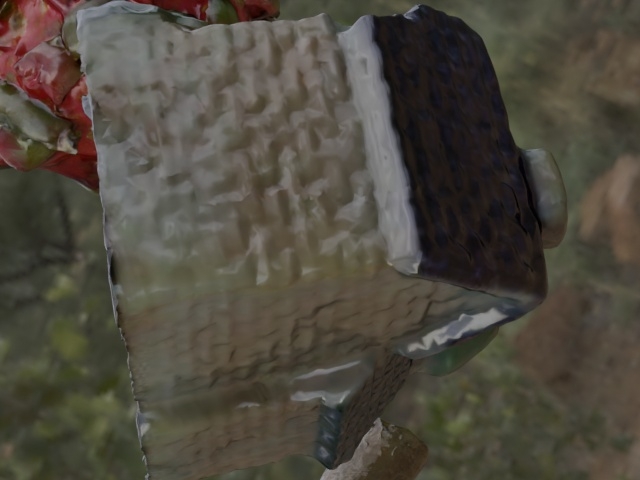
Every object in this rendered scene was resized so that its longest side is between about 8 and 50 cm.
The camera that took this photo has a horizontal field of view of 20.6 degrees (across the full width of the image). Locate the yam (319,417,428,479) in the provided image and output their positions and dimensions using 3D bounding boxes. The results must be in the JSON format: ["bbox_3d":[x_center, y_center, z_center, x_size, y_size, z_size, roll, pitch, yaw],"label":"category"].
[{"bbox_3d":[-0.016,0.310,1.687,0.357,0.081,0.081,-49,-5,-35],"label":"yam"}]

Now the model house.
[{"bbox_3d":[0.000,0.002,1.096,0.298,0.284,0.243,95,169,-66],"label":"model house"}]

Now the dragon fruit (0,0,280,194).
[{"bbox_3d":[-0.183,-0.169,1.478,0.237,0.302,0.231,69,-178,-71],"label":"dragon fruit"}]
